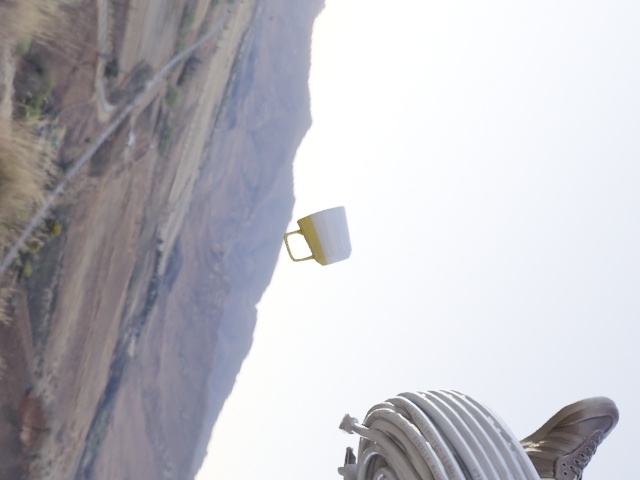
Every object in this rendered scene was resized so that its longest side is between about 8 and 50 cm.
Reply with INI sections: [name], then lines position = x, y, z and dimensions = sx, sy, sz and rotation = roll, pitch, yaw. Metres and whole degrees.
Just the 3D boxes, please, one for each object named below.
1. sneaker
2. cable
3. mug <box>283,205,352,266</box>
[sneaker]
position = 0.236, 0.225, 0.659
dimensions = 0.071, 0.188, 0.066
rotation = 49, -23, 48
[cable]
position = 0.095, 0.241, 0.494
dimensions = 0.257, 0.089, 0.257
rotation = 121, -40, -67
[mug]
position = 0.004, -0.001, 0.808
dimensions = 0.078, 0.062, 0.064
rotation = -20, -94, 36
